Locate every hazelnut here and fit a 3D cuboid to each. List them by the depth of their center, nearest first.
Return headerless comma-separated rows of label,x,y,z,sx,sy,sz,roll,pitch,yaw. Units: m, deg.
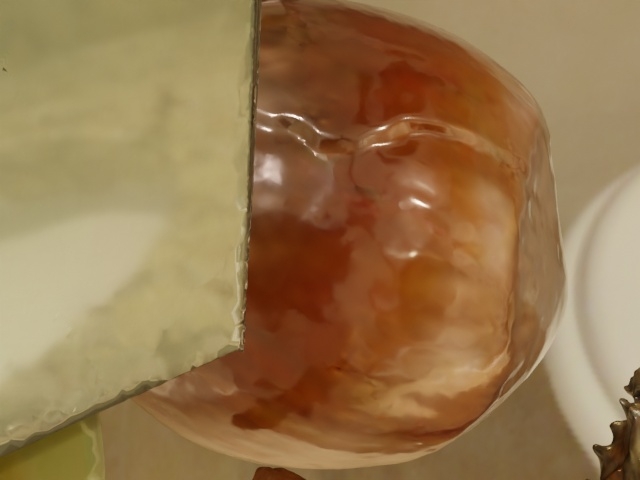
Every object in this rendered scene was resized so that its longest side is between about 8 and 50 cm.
hazelnut,0.000,0.000,1.189,0.372,0.372,0.315,-8,21,-15

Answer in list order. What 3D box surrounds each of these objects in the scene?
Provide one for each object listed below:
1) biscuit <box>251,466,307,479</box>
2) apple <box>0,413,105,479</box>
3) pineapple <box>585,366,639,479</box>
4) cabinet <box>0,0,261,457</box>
biscuit,-0.052,0.295,1.041,0.043,0.306,0.284,9,4,-22
apple,-0.144,0.121,0.663,0.311,0.360,0.320,26,40,20
pineapple,0.231,0.109,0.847,0.166,0.166,0.193,37,88,23
cabinet,-0.136,-0.031,0.374,0.206,0.150,0.145,-22,36,-39
